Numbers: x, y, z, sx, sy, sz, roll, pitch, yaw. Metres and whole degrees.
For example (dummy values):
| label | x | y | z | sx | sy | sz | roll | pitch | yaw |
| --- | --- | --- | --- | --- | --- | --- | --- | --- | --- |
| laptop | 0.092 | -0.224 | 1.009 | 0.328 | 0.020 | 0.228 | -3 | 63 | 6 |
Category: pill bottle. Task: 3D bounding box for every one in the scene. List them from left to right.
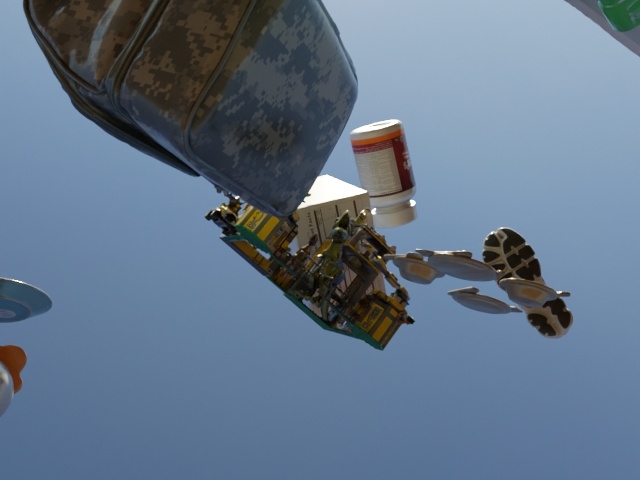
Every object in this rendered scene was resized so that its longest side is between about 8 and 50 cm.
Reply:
| label | x | y | z | sx | sy | sz | roll | pitch | yaw |
| --- | --- | --- | --- | --- | --- | --- | --- | --- | --- |
| pill bottle | 0.145 | -0.147 | 1.578 | 0.121 | 0.121 | 0.221 | -24 | -72 | -31 |

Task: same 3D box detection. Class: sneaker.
| label | x | y | z | sx | sy | sz | roll | pitch | yaw |
| --- | --- | --- | --- | --- | --- | --- | --- | --- | --- |
| sneaker | 0.281 | 0.062 | 0.988 | 0.068 | 0.071 | 0.169 | -30 | -99 | 6 |

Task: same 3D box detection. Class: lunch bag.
| label | x | y | z | sx | sy | sz | roll | pitch | yaw |
| --- | --- | --- | --- | --- | --- | --- | --- | --- | --- |
| lunch bag | -0.129 | -0.180 | 0.753 | 0.256 | 0.305 | 0.212 | 30 | -91 | 21 |

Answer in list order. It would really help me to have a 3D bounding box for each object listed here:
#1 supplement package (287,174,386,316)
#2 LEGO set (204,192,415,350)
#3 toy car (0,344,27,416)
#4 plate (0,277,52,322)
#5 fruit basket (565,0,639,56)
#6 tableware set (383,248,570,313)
| label | x | y | z | sx | sy | sz | roll | pitch | yaw |
| --- | --- | --- | --- | --- | --- | --- | --- | --- | --- |
| supplement package | 0.000 | 0.000 | 1.355 | 0.145 | 0.262 | 0.203 | -15 | -75 | -13 |
| LEGO set | 0.015 | -0.003 | 1.071 | 0.331 | 0.255 | 0.192 | 40 | -105 | -8 |
| toy car | -0.529 | 0.215 | 0.999 | 0.238 | 0.219 | 0.210 | -47 | -55 | -41 |
| plate | -0.546 | 0.105 | 1.179 | 0.188 | 0.188 | 0.024 | 6 | -118 | -16 |
| fruit basket | 0.331 | -0.211 | 0.461 | 0.353 | 0.327 | 0.165 | 30 | -125 | -21 |
| tableware set | 0.150 | 0.041 | 0.701 | 0.169 | 0.141 | 0.020 | 23 | -107 | -24 |
